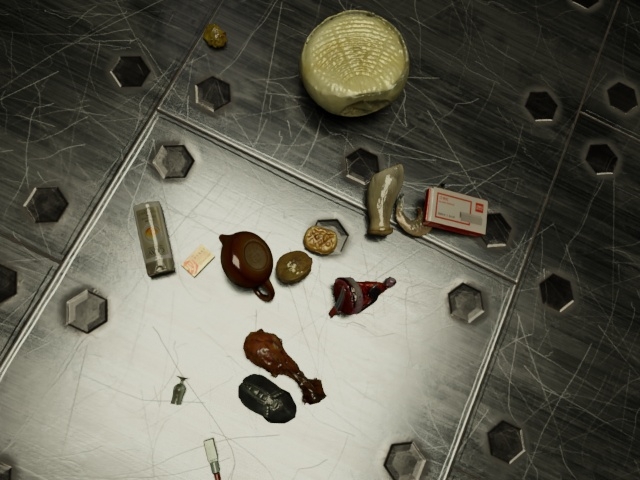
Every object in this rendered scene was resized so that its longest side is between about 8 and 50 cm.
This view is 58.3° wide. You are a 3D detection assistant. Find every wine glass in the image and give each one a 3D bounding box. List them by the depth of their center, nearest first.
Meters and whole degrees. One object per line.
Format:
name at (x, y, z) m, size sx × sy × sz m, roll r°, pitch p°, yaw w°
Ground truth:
wine glass at (-0.418, 0.440, 1.681) m, size 0.042 × 0.039 × 0.083 m, roll 15°, pitch 79°, yaw -6°

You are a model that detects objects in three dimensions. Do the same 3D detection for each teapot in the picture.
teapot at (-0.225, 0.081, 1.758) m, size 0.178 × 0.135 × 0.252 m, roll -41°, pitch 104°, yaw -43°

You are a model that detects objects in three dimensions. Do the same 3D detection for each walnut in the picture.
walnut at (-0.080, 0.082, 1.780) m, size 0.124 × 0.105 × 0.105 m, roll -30°, pitch 82°, yaw -14°

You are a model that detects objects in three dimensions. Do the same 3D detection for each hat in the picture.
hat at (0.144, 0.165, 1.801) m, size 0.227 × 0.129 × 0.140 m, roll -12°, pitch 120°, yaw -27°

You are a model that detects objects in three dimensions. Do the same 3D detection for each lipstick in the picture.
lipstick at (-0.307, 0.639, 1.650) m, size 0.030 × 0.030 × 0.129 m, roll -15°, pitch 79°, yaw -11°

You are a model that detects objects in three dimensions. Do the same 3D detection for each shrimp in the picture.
shrimp at (0.331, -0.121, 1.914) m, size 0.152 × 0.046 × 0.219 m, roll 32°, pitch 75°, yaw -2°

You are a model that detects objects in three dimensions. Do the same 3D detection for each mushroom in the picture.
mushroom at (0.202, -0.134, 1.874) m, size 0.108 × 0.096 × 0.247 m, roll 13°, pitch 80°, yaw -5°

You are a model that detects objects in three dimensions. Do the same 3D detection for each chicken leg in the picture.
chicken leg at (-0.100, 0.378, 1.718) m, size 0.304 × 0.093 × 0.113 m, roll 39°, pitch 62°, yaw -2°

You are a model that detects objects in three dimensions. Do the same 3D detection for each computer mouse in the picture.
computer mouse at (-0.154, 0.472, 1.695) m, size 0.192 × 0.062 × 0.106 m, roll 34°, pitch 74°, yaw 0°

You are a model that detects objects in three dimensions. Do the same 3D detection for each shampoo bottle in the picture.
shampoo bottle at (-0.512, -0.005, 1.764) m, size 0.086 × 0.056 × 0.228 m, roll -13°, pitch 79°, yaw -9°

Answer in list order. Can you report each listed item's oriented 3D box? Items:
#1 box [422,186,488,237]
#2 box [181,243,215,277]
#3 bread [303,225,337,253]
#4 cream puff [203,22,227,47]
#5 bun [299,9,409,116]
box at (0.442, -0.093, 1.890) m, size 0.229 × 0.050 × 0.123 m, roll 13°, pitch 77°, yaw -19°
box at (-0.382, 0.063, 1.787) m, size 0.058 × 0.015 × 0.093 m, roll 42°, pitch 74°, yaw 2°
bread at (0.000, 0.000, 1.840) m, size 0.110 × 0.044 × 0.083 m, roll 14°, pitch 79°, yaw -2°
cream puff at (-0.359, -0.698, 1.951) m, size 0.083 × 0.058 × 0.083 m, roll -5°, pitch 79°, yaw -7°
bun at (0.111, -0.565, 1.911) m, size 0.364 × 0.202 × 0.365 m, roll 0°, pitch 73°, yaw -1°
